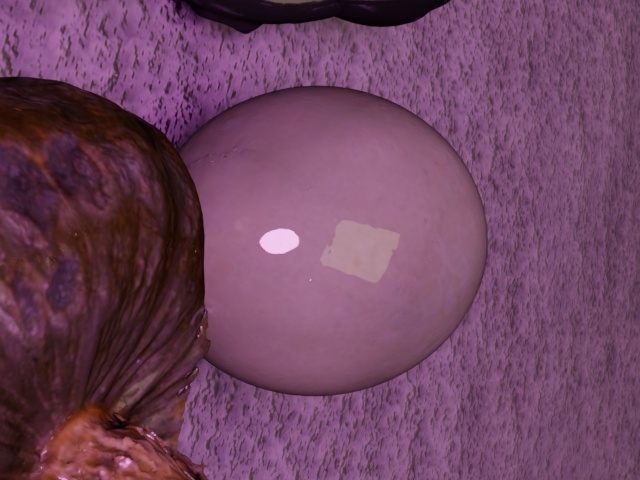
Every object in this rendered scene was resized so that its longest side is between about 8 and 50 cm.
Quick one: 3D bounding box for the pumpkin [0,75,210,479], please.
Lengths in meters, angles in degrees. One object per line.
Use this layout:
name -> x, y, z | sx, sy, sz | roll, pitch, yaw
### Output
pumpkin -> -0.163, 0.086, 0.484 | 0.232, 0.242, 0.325 | 11, 82, -66

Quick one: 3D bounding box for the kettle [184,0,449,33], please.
kettle -> 0.004, -0.264, 0.748 | 0.268, 0.207, 0.290 | -15, 122, -25

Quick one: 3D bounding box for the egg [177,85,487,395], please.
egg -> 0.000, 0.000, 0.766 | 0.253, 0.186, 0.186 | -8, 103, -58
